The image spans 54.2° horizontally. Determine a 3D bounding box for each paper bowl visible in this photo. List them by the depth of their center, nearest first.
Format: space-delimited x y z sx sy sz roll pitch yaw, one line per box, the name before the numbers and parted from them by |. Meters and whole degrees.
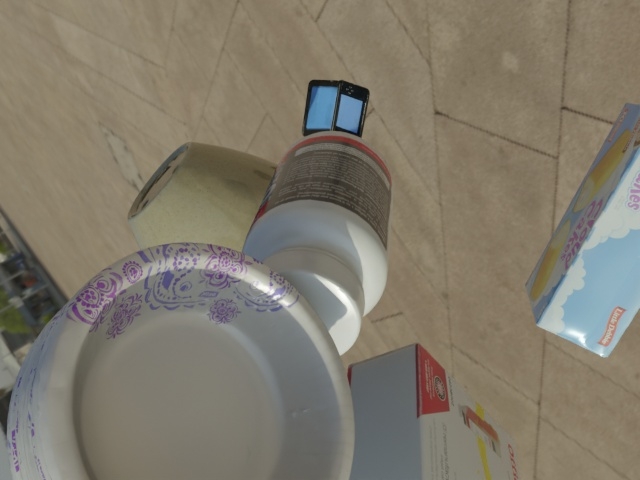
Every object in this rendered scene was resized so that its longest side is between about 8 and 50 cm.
paper bowl | -0.119 0.156 0.551 0.148 0.284 0.284 -35 89 42

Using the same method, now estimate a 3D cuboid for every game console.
game console | 0.031 -0.259 1.274 0.107 0.071 0.122 26 124 25

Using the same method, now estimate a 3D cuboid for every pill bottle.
pill bottle | 0.000 0.000 0.791 0.318 0.177 0.176 -76 -29 -57

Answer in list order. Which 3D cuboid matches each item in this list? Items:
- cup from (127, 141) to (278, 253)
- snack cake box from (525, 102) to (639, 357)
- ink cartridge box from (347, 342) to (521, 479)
cup | -0.185 -0.034 1.084 0.237 0.331 0.331 40 164 -24
snack cake box | 0.342 -0.018 0.720 0.089 0.152 0.264 26 108 7
ink cartridge box | 0.210 0.407 1.099 0.161 0.279 0.384 -26 126 27
